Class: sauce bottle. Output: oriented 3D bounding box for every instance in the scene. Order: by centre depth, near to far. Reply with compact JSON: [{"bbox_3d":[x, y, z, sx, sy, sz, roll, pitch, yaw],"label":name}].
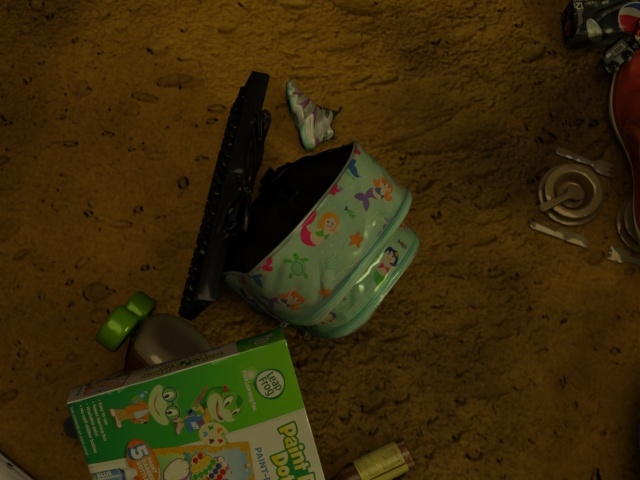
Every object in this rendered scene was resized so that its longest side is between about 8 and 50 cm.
[{"bbox_3d":[0.049,0.280,1.186,0.128,0.042,0.042,-22,74,-7],"label":"sauce bottle"}]

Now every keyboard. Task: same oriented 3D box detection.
[{"bbox_3d":[-0.112,-0.066,1.198,0.033,0.201,0.317,19,64,-18],"label":"keyboard"}]

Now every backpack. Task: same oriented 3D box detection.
[{"bbox_3d":[0.000,0.000,1.165,0.191,0.253,0.225,41,76,-8],"label":"backpack"}]

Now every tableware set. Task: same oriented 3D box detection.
[{"bbox_3d":[0.378,-0.044,1.282,0.194,0.039,0.128,20,74,6],"label":"tableware set"}]

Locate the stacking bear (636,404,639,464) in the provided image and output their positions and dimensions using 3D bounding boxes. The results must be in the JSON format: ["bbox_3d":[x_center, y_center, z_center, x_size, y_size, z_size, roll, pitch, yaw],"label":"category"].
[{"bbox_3d":[0.459,0.185,1.159,0.164,0.175,0.289,16,64,-2],"label":"stacking bear"}]

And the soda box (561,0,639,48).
[{"bbox_3d":[0.419,-0.300,1.348,0.168,0.060,0.053,-5,79,-1],"label":"soda box"}]

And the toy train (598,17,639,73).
[{"bbox_3d":[0.431,-0.280,1.304,0.158,0.027,0.036,-40,87,5],"label":"toy train"}]

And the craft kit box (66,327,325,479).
[{"bbox_3d":[-0.125,0.251,1.103,0.246,0.061,0.250,-17,102,-7],"label":"craft kit box"}]

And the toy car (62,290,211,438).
[{"bbox_3d":[-0.219,0.186,1.191,0.155,0.149,0.188,36,101,-1],"label":"toy car"}]

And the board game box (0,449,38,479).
[{"bbox_3d":[-0.455,0.385,1.153,0.193,0.053,0.305,35,77,11],"label":"board game box"}]

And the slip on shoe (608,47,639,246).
[{"bbox_3d":[0.439,-0.130,1.254,0.122,0.101,0.331,3,56,4],"label":"slip on shoe"}]

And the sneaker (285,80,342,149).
[{"bbox_3d":[-0.005,-0.175,1.330,0.069,0.038,0.098,-17,83,-6],"label":"sneaker"}]
